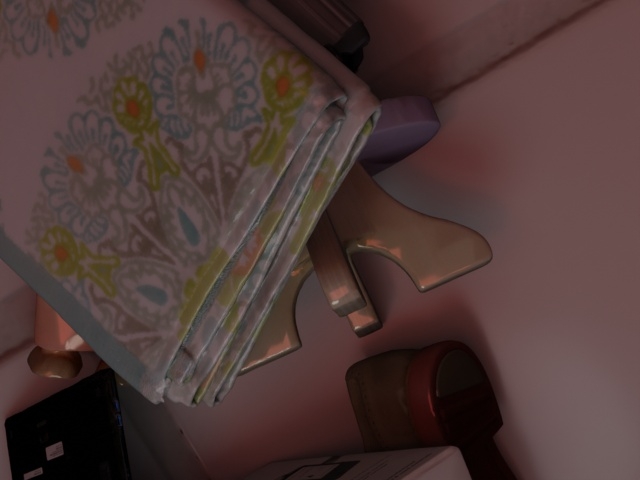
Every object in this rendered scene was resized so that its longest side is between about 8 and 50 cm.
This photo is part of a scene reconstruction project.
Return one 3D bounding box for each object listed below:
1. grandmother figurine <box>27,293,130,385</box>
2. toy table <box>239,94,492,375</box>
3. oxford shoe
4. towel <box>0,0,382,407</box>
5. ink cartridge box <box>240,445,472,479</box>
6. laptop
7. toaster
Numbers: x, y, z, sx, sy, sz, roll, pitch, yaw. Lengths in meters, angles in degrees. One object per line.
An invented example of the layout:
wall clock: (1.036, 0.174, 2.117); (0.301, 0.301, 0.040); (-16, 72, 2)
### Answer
grandmother figurine: (-0.212, -0.042, 1.334); (0.208, 0.104, 0.342); (6, 99, -18)
toy table: (0.000, 0.000, 1.236); (0.274, 0.252, 0.161); (-26, 78, 13)
oxford shoe: (0.118, 0.259, 1.326); (0.130, 0.123, 0.348); (-7, 101, 39)
towel: (-0.155, -0.088, 1.136); (0.374, 0.090, 0.320); (41, 118, 21)
ink cartridge box: (0.032, 0.301, 1.260); (0.273, 0.115, 0.198); (-17, 97, 51)
laptop: (-0.182, 0.272, 1.355); (0.234, 0.136, 0.264); (-28, 69, 49)
toaster: (-0.048, -0.176, 1.208); (0.146, 0.227, 0.129); (45, 89, 0)
